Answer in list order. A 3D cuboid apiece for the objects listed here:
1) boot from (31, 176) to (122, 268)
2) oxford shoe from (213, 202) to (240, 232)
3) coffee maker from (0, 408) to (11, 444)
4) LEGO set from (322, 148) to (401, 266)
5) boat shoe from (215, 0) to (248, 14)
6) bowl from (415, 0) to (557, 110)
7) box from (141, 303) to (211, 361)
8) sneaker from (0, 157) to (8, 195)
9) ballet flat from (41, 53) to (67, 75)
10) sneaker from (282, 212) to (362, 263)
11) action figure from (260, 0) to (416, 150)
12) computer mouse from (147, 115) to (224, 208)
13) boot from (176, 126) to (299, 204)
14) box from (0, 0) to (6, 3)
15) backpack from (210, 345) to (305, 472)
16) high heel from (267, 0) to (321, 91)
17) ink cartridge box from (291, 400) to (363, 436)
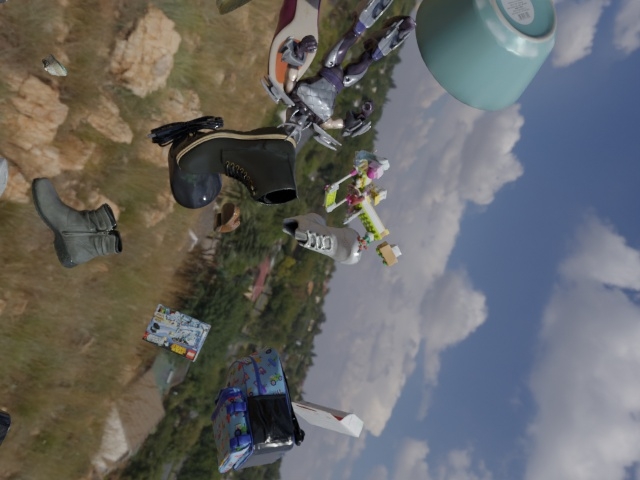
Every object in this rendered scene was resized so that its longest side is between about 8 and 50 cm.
[{"bbox_3d":[-0.602,-0.063,1.266,0.083,0.161,0.247,-97,166,-83],"label":"boot"},{"bbox_3d":[-0.302,-0.076,1.700,0.212,0.075,0.076,153,-57,-63],"label":"oxford shoe"},{"bbox_3d":[-0.583,0.302,0.784,0.120,0.171,0.178,-46,155,-20],"label":"coffee maker"},{"bbox_3d":[0.081,-0.054,1.057,0.107,0.132,0.287,-34,134,-24],"label":"LEGO set"},{"bbox_3d":[-0.098,-0.331,0.612,0.074,0.080,0.224,60,16,-25],"label":"boat shoe"},{"bbox_3d":[0.377,-0.455,1.074,0.163,0.311,0.312,-31,-142,61],"label":"bowl"},{"bbox_3d":[-0.346,0.222,1.213,0.027,0.136,0.094,104,10,-76],"label":"box"},{"bbox_3d":[-1.114,-0.171,1.614,0.094,0.150,0.256,127,-28,-60],"label":"sneaker"},{"bbox_3d":[-0.906,-0.586,1.707,0.052,0.168,0.057,-37,136,-14],"label":"ballet flat"},{"bbox_3d":[0.000,0.000,1.461,0.129,0.297,0.111,-4,108,-41],"label":"sneaker"},{"bbox_3d":[0.029,-0.270,0.793,0.285,0.185,0.099,-52,-148,-6],"label":"action figure"},{"bbox_3d":[-0.308,-0.197,1.179,0.072,0.188,0.273,82,-7,-59],"label":"computer mouse"},{"bbox_3d":[-0.133,-0.108,0.807,0.077,0.197,0.137,73,6,-58],"label":"boot"},{"bbox_3d":[-0.473,-0.427,0.716,0.077,0.242,0.308,60,36,-47],"label":"box"},{"bbox_3d":[-0.112,0.265,0.812,0.158,0.116,0.174,124,-40,-50],"label":"backpack"},{"bbox_3d":[-0.072,-0.602,1.426,0.378,0.127,0.181,-65,-155,8],"label":"high heel"},{"bbox_3d":[0.003,0.499,1.474,0.225,0.180,0.056,56,48,-43],"label":"ink cartridge box"}]
